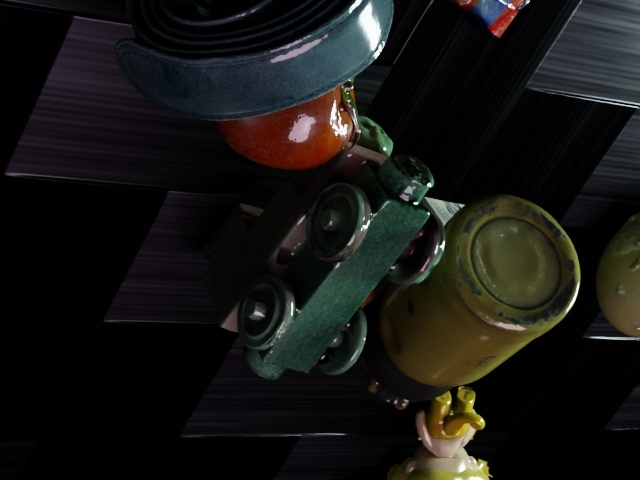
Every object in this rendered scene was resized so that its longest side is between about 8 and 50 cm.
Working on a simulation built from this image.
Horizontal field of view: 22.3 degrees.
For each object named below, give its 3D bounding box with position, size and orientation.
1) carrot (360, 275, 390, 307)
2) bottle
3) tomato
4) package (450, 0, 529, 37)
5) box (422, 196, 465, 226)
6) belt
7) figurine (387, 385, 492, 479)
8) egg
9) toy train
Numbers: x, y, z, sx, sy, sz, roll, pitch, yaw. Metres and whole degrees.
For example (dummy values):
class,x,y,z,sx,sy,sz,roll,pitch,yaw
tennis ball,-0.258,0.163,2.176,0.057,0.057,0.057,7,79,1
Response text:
class,x,y,z,sx,sy,sz,roll,pitch,yaw
carrot,0.008,0.075,1.975,0.205,0.072,0.072,-23,142,-20
bottle,0.156,0.088,1.957,0.171,0.172,0.351,-10,162,-26
tomato,-0.038,-0.149,1.637,0.167,0.167,0.167,-19,140,-17
package,0.163,-0.281,1.726,0.083,0.022,0.200,-46,141,18
box,0.162,-0.023,1.981,0.083,0.054,0.024,10,123,-41
belt,-0.063,-0.212,1.498,0.267,0.206,0.116,-22,142,2
figurine,0.176,0.322,2.324,0.156,0.131,0.246,-2,122,-6
egg,0.457,0.038,2.170,0.164,0.164,0.201,15,118,-43
toy train,0.000,0.000,1.758,0.150,0.221,0.304,20,119,-36
